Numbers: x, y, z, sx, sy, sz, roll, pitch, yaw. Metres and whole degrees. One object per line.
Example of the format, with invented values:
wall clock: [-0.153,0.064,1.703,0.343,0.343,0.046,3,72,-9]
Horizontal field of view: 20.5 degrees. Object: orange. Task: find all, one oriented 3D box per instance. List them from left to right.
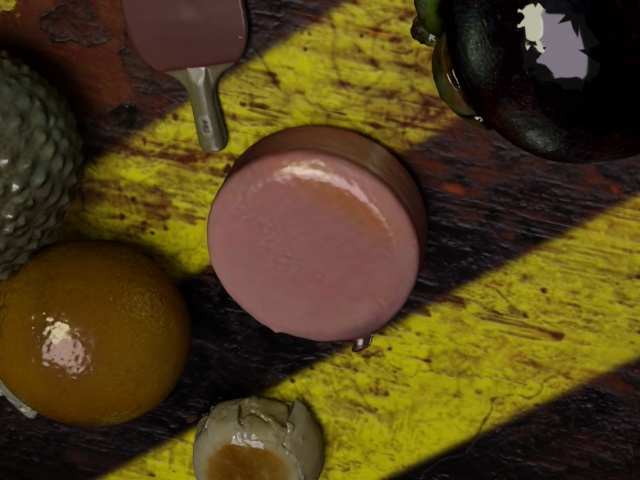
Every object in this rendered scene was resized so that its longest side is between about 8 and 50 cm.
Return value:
orange: [-0.261,0.104,2.010,0.236,0.236,0.236,6,122,10]

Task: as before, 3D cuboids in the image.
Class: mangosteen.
mangosteen: [0.239,-0.210,1.679,0.300,0.300,0.300,6,122,10]

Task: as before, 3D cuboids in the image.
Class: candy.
candy: [0.000,0.000,1.960,0.255,0.094,0.255,6,122,10]

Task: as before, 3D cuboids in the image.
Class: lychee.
lychee: [-0.387,-0.085,1.914,0.255,0.274,0.255,18,152,10]

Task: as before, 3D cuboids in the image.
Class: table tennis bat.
table tennis bat: [-0.139,-0.210,1.914,0.138,0.022,0.247,-3,118,15]

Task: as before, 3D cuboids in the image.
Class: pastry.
pastry: [-0.075,0.261,2.141,0.165,0.088,0.166,5,124,8]

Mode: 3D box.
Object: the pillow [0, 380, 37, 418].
pillow: [-0.386,0.102,2.141,0.148,0.050,0.229,-40,106,22]
